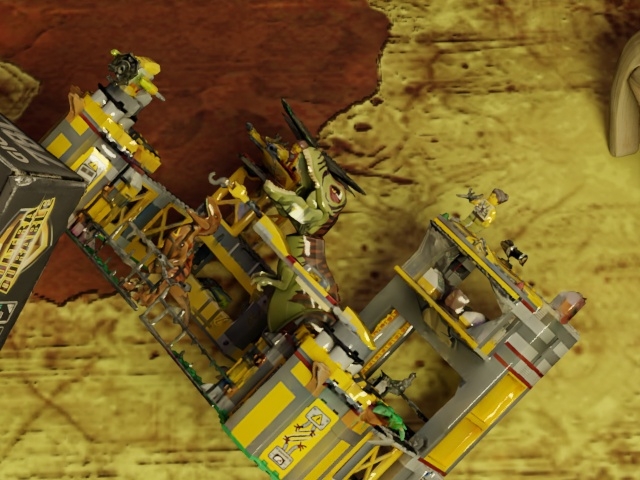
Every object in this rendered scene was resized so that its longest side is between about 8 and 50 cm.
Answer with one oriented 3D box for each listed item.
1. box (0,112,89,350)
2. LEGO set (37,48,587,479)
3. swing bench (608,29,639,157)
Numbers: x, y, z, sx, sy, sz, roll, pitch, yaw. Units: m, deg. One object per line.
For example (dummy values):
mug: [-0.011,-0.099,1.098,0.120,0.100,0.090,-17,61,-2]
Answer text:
box: [-0.314,0.011,0.948,0.295,0.073,0.293,37,106,24]
LEGO set: [0.000,0.000,0.943,0.192,0.255,0.331,-46,50,2]
swing bench: [0.351,-0.074,1.030,0.253,0.165,0.255,-15,45,-10]
